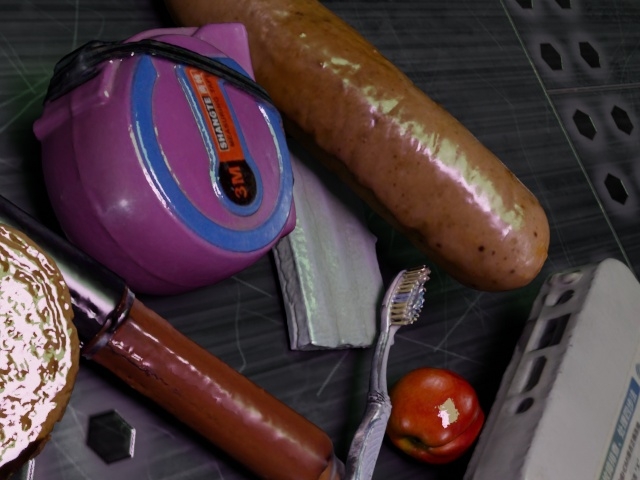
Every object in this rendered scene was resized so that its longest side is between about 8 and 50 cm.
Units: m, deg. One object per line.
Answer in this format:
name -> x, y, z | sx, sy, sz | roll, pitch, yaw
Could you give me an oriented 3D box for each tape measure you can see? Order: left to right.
tape measure -> -0.127, -0.071, 1.114 | 0.245, 0.149, 0.231 | -12, 84, -54

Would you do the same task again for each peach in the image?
peach -> 0.111, 0.166, 1.220 | 0.101, 0.101, 0.101 | 22, 52, -31

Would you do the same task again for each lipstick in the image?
lipstick -> -0.143, 0.094, 1.045 | 0.418, 0.077, 0.077 | 39, 45, -20

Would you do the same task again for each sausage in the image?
sausage -> 0.026, -0.134, 1.242 | 0.501, 0.123, 0.136 | 41, 3, 4

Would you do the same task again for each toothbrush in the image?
toothbrush -> 0.038, 0.196, 1.148 | 0.035, 0.042, 0.413 | 39, 54, -31

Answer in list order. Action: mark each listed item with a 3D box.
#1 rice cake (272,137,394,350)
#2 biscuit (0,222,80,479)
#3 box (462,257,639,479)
rice cake -> 0.000, 0.000, 1.258 | 0.127, 0.043, 0.237 | 2, 65, -43
biscuit -> -0.281, 0.083, 0.909 | 0.226, 0.042, 0.226 | 5, 80, -29
box -> 0.319, 0.266, 1.298 | 0.396, 0.111, 0.396 | 53, 40, -18
